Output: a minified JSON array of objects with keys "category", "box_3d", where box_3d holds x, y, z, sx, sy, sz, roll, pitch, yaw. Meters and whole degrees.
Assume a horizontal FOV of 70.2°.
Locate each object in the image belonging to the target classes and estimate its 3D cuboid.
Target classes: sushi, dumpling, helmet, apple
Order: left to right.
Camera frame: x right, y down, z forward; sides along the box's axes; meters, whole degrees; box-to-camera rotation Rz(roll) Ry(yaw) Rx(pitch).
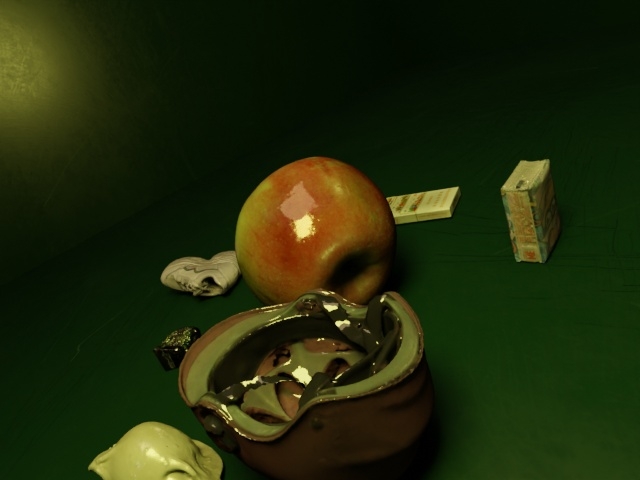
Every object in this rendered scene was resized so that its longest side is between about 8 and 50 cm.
[{"category":"dumpling","box_3d":[-0.231,0.329,0.680,0.111,0.181,0.155,-60,-8,4]},{"category":"sushi","box_3d":[-0.301,0.228,0.997,0.084,0.056,0.083,-20,17,13]},{"category":"helmet","box_3d":[-0.007,0.203,0.603,0.338,0.197,0.271,-10,21,33]},{"category":"apple","box_3d":[-0.001,0.005,0.874,0.319,0.319,0.277,-32,53,-18]}]

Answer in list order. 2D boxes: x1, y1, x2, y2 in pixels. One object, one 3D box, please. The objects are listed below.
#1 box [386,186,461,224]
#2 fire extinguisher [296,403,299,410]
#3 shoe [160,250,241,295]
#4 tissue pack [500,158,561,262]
[{"category":"box","box_3d":[0.237,-0.084,1.166,0.220,0.032,0.122,-8,29,33]},{"category":"fire extinguisher","box_3d":[0.003,0.250,0.713,0.083,0.022,0.028,-26,62,-6]},{"category":"shoe","box_3d":[-0.327,0.105,1.222,0.245,0.095,0.138,-11,24,14]},{"category":"tissue pack","box_3d":[0.380,-0.053,0.821,0.065,0.155,0.115,4,35,43]}]
